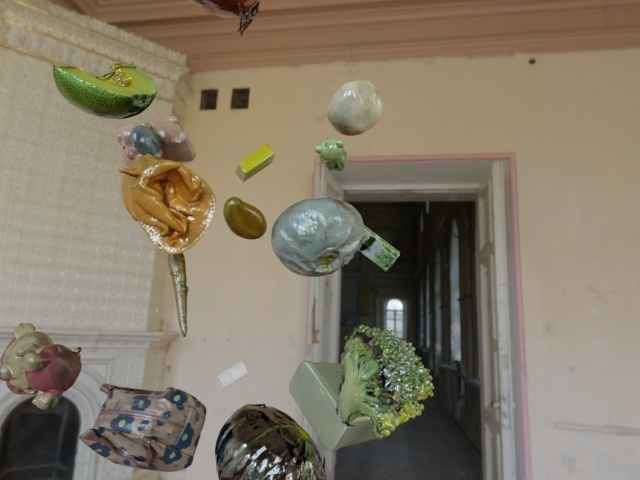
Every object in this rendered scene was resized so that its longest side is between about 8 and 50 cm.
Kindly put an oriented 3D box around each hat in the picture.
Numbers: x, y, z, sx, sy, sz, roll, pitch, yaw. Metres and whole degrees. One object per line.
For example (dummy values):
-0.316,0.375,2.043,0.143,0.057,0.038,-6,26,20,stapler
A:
-0.404,-0.113,1.024,0.234,0.244,0.233,8,-13,14,hat

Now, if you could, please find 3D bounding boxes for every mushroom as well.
0.085,-0.344,1.108,0.154,0.122,0.154,-16,-27,-8,mushroom

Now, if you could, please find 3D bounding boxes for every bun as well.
0.000,0.000,1.624,0.362,0.211,0.361,-13,-47,-15,bun

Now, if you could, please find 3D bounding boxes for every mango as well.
-0.299,-0.084,1.694,0.099,0.136,0.227,39,-6,42,mango

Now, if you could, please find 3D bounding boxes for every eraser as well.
-0.211,-0.248,1.398,0.122,0.045,0.097,-39,2,-16,eraser

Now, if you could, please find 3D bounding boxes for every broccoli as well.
0.153,0.327,1.010,0.181,0.242,0.272,-3,-50,-22,broccoli

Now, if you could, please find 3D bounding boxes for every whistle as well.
0.049,-0.304,1.564,0.105,0.085,0.227,-12,-15,11,whistle

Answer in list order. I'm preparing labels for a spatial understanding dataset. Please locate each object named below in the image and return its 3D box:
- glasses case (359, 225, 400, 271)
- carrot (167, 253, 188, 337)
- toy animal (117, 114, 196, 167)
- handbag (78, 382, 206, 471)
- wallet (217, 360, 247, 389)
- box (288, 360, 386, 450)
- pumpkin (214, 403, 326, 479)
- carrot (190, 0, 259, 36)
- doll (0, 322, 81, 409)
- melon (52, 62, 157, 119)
0.194,0.008,1.807,0.272,0.095,0.062,37,22,1,glasses case
-0.379,0.136,1.169,0.049,0.254,0.049,-12,-21,-5,carrot
-0.559,-0.324,1.493,0.221,0.209,0.230,-26,-3,-37,toy animal
-0.440,0.455,1.077,0.252,0.190,0.193,0,-40,12,handbag
-0.346,0.527,1.699,0.025,0.061,0.122,-11,9,46,wallet
0.099,0.678,1.831,0.344,0.177,0.352,15,19,-42,box
-0.144,0.553,1.048,0.296,0.295,0.296,2,-11,0,pumpkin
-0.221,-0.601,0.953,0.193,0.214,0.331,-51,-16,20,carrot
-0.779,0.343,1.186,0.256,0.196,0.152,8,-10,37,doll
-0.553,-0.379,1.163,0.169,0.129,0.265,34,29,8,melon
